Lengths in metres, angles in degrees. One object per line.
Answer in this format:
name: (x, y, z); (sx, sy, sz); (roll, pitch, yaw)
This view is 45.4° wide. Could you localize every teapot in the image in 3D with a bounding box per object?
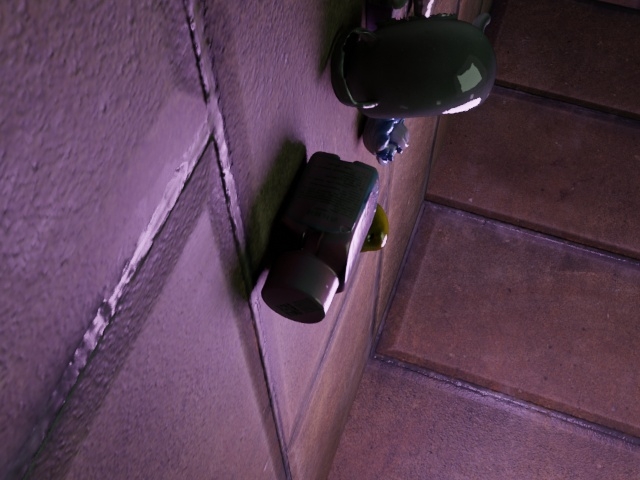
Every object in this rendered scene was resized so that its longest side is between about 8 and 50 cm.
teapot: (0.127, -0.226, 0.983); (0.294, 0.193, 0.130); (-14, 103, -39)

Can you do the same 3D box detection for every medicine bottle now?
medicine bottle: (0.000, 0.000, 0.915); (0.119, 0.094, 0.188); (93, 17, -56)

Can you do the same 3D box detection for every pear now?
pear: (0.073, -0.024, 1.267); (0.092, 0.097, 0.092); (-25, 131, -32)

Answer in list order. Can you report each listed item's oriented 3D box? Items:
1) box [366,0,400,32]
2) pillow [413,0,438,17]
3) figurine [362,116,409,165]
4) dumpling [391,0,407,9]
box: (0.086, -0.312, 1.035); (0.117, 0.036, 0.051); (83, 27, -65)
pillow: (0.192, -0.474, 1.286); (0.241, 0.051, 0.093); (90, 25, -53)
figurine: (0.112, -0.183, 1.245); (0.114, 0.079, 0.114); (16, 90, -73)
dumpling: (0.098, -0.367, 0.830); (0.149, 0.104, 0.217); (-56, 160, -57)
